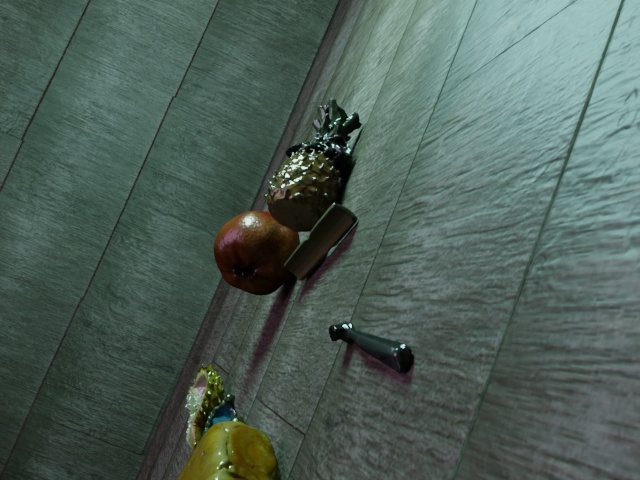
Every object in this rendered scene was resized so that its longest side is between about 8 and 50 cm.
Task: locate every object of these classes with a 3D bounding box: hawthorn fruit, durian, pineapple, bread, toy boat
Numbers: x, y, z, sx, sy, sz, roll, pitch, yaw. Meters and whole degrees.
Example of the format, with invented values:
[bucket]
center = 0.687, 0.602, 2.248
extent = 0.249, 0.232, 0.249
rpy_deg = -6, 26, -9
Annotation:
[hawthorn fruit]
center = -0.131, 0.009, 1.820
extent = 0.196, 0.196, 0.225
rpy_deg = -59, 1, 37
[durian]
center = -0.273, 0.408, 1.969
extent = 0.140, 0.078, 0.224
rpy_deg = -40, 36, 42
[pineapple]
center = -0.013, -0.165, 1.701
extent = 0.170, 0.141, 0.310
rpy_deg = -6, 47, 35
[bread]
center = -0.136, 0.380, 1.135
extent = 0.167, 0.132, 0.294
rpy_deg = -58, 9, 9
[toy boat]
center = -0.187, 0.362, 1.592
extent = 0.185, 0.075, 0.077
rpy_deg = -110, 42, -82

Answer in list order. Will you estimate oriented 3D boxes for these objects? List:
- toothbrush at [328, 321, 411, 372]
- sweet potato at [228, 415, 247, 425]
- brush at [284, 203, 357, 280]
[toothbrush]
center = 0.057, 0.126, 0.999
extent = 0.297, 0.030, 0.030
rpy_deg = 179, 89, -78
[sweet potato]
center = -0.166, 0.419, 1.376
extent = 0.075, 0.075, 0.273
rpy_deg = -53, 14, 52
[brush]
center = 0.000, 0.000, 1.524
extent = 0.048, 0.054, 0.282
rpy_deg = -57, 4, -31
